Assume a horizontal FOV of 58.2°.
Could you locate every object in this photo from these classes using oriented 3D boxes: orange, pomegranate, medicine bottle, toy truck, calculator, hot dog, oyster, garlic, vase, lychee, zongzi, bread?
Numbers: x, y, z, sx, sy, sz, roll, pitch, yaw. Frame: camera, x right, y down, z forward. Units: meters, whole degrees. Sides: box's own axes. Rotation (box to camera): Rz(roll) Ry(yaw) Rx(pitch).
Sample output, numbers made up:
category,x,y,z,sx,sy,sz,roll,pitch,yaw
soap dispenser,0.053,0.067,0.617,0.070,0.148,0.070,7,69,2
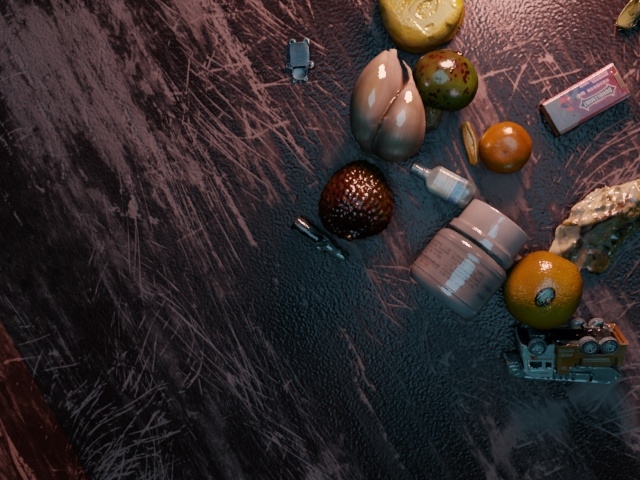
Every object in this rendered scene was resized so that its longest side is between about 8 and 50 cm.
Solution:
category,x,y,z,sx,sy,sz,roll,pitch,yaw
orange,0.557,-0.279,1.733,0.156,0.124,0.156,7,113,17
pomegranate,0.362,-0.453,1.729,0.202,0.202,0.247,27,117,8
medicine bottle,0.446,0.055,1.723,0.245,0.245,0.306,39,94,6
toy truck,0.736,0.349,1.753,0.338,0.133,0.184,-3,111,9
calculator,-0.067,-0.589,1.880,0.094,0.019,0.141,0,97,12
hot dog,0.471,-0.303,1.794,0.044,0.028,0.137,-15,90,38
orange,0.658,0.148,1.706,0.236,0.236,0.236,1,95,11
oyster,0.842,-0.048,1.708,0.201,0.107,0.354,35,101,3
garlic,0.224,-0.404,1.706,0.231,0.246,0.339,19,99,26
vase,0.000,0.000,1.900,0.211,0.060,0.060,35,101,6
lychee,0.112,-0.121,1.788,0.236,0.236,0.271,8,74,10
zongzi,0.900,-0.652,1.630,0.055,0.119,0.109,33,100,-6
bread,0.300,-0.710,1.731,0.270,0.148,0.269,2,99,14
medicine bottle,0.382,-0.182,1.810,0.209,0.054,0.090,30,102,9

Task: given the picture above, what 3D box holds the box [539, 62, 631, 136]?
category,x,y,z,sx,sy,sz,roll,pitch,yaw
box,0.780,-0.414,1.702,0.224,0.069,0.120,-31,89,13
